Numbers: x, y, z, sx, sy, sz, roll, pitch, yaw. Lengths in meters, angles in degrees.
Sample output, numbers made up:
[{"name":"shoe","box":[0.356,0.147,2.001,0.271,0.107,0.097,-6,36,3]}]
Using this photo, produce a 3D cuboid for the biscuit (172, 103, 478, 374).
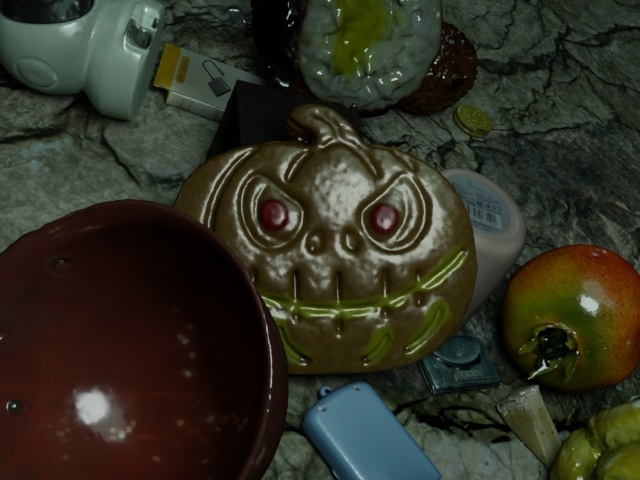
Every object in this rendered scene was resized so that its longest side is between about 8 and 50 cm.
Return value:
[{"name":"biscuit","box":[0.001,-0.001,1.021,0.394,0.070,0.350,-6,90,-4]}]

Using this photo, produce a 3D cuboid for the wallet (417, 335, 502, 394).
[{"name":"wallet","box":[0.202,0.178,1.175,0.129,0.026,0.088,0,52,-31]}]

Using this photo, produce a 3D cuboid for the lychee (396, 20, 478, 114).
[{"name":"lychee","box":[0.205,-0.330,1.529,0.200,0.200,0.238,1,29,-29]}]

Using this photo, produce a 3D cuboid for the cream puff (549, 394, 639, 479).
[{"name":"cream puff","box":[0.452,0.354,0.978,0.378,0.275,0.378,17,46,-19]}]

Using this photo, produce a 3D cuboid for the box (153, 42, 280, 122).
[{"name":"box","box":[-0.156,-0.248,1.358,0.247,0.033,0.129,19,45,-14]}]

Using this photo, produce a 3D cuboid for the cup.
[{"name":"cup","box":[0.162,-0.006,1.195,0.253,0.200,0.191,39,43,8]}]

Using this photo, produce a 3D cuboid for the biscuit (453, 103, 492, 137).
[{"name":"biscuit","box":[0.309,-0.244,1.628,0.084,0.023,0.084,16,45,-17]}]

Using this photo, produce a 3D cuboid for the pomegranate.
[{"name":"pomegranate","box":[0.368,0.120,1.181,0.221,0.221,0.257,45,34,13]}]

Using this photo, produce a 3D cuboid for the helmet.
[{"name":"helmet","box":[-0.183,0.156,0.811,0.230,0.385,0.337,35,44,-63]}]

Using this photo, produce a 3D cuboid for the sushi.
[{"name":"sushi","box":[0.033,-0.374,1.362,0.281,0.299,0.294,22,22,-33]}]

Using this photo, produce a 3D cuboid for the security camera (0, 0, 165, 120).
[{"name":"security camera","box":[-0.362,-0.297,1.179,0.236,0.194,0.194,18,44,-8]}]

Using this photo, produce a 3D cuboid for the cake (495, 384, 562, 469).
[{"name":"cake","box":[0.310,0.267,1.137,0.052,0.065,0.121,-27,75,-40]}]

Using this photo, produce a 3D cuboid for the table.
[{"name":"table","box":[-0.056,-0.114,1.193,0.193,0.169,0.172,10,47,-21]}]

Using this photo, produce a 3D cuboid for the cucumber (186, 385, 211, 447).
[{"name":"cucumber","box":[-0.132,0.207,0.935,0.056,0.056,0.250,-1,55,-31]}]

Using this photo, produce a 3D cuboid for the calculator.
[{"name":"calculator","box":[0.066,0.266,1.006,0.121,0.039,0.210,-22,63,-43]}]
